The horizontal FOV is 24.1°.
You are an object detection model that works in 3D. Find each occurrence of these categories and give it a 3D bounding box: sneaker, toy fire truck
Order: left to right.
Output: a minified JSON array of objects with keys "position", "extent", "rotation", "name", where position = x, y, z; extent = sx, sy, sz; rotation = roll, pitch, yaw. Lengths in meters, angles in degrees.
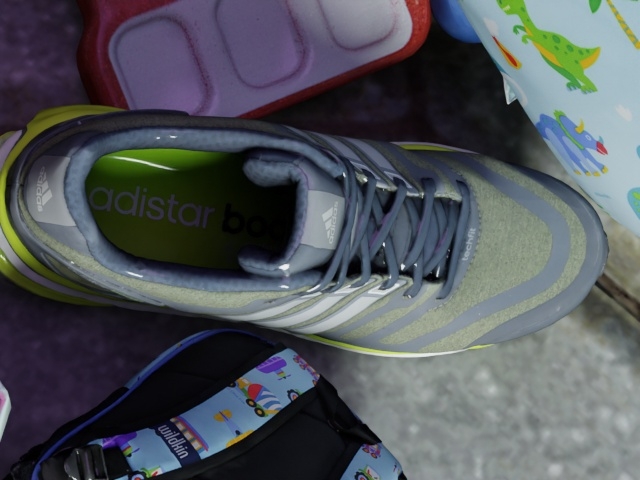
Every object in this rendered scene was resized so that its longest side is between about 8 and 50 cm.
[{"position":[-0.007,-0.202,0.756],"extent":[0.302,0.169,0.254],"rotation":[-23,101,-20],"name":"toy fire truck"},{"position":[0.000,0.000,0.669],"extent":[0.299,0.121,0.111],"rotation":[3,90,-19],"name":"sneaker"}]

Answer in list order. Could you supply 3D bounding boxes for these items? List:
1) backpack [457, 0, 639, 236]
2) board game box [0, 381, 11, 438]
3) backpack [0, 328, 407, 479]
[{"position":[0.192,-0.132,0.649],"extent":[0.273,0.290,0.356],"rotation":[-25,100,-20],"name":"backpack"},{"position":[-0.339,0.165,0.460],"extent":[0.389,0.050,0.390],"rotation":[12,61,1],"name":"board game box"},{"position":[-0.045,0.126,0.634],"extent":[0.158,0.117,0.173],"rotation":[44,35,3],"name":"backpack"}]
